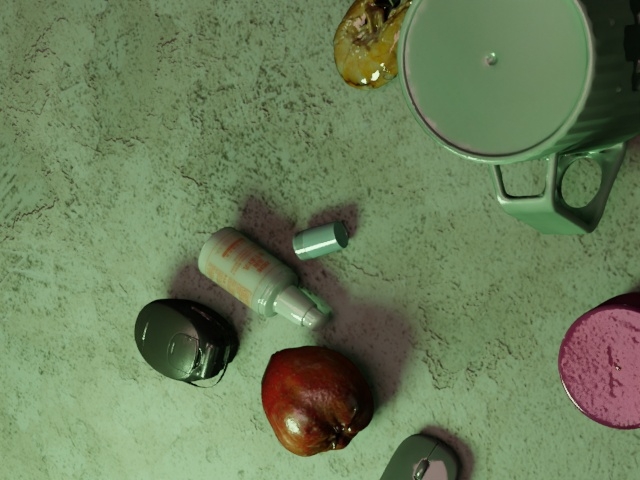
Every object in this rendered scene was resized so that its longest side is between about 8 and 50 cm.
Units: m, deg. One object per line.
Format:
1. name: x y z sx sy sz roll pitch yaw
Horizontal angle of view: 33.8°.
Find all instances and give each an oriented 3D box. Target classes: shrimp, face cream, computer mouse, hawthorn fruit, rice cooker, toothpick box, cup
1. shrimp: 0.123 -0.367 1.711 0.287 0.063 0.152 -45 62 26
2. face cream: -0.093 0.079 1.846 0.251 0.101 0.101 34 110 23
3. computer mouse: 0.150 0.437 1.769 0.120 0.057 0.232 31 109 23
4. hawthorn fruit: -0.017 0.261 1.785 0.202 0.185 0.185 44 114 35
5. rice cooker: -0.244 0.182 1.930 0.203 0.118 0.142 26 106 25
6. toothpick box: 0.000 0.000 1.814 0.083 0.052 0.052 -17 86 28
7. face cream: 0.446 0.164 1.498 0.175 0.195 0.175 2 95 28
8. cup: 0.325 -0.219 1.428 0.310 0.392 0.401 -35 83 33
